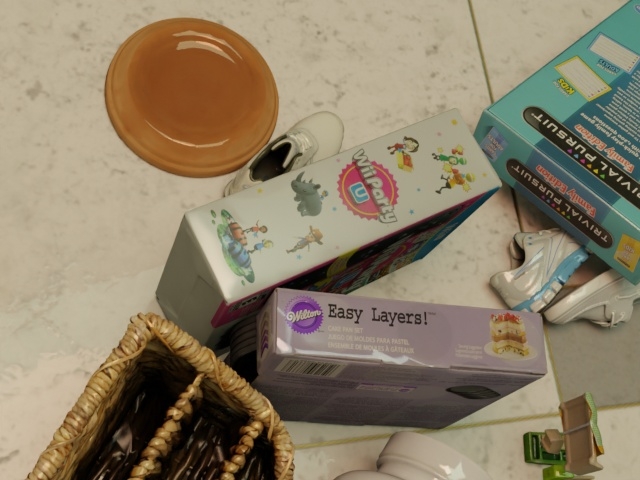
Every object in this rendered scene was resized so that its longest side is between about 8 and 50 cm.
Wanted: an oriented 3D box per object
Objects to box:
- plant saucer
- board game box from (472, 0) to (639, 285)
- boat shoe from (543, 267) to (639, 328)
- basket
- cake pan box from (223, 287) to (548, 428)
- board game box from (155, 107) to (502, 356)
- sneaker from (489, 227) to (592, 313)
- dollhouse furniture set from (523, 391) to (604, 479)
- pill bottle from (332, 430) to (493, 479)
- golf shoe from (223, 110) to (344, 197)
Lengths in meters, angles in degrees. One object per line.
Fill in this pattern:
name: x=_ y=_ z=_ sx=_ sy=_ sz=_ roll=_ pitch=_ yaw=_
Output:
plant saucer: x=-0.141 y=-0.169 z=1.139 sx=0.200 sy=0.037 sz=0.200 roll=6 pitch=69 yaw=-16
board game box: x=0.381 y=-0.135 z=1.218 sx=0.254 sy=0.079 sz=0.336 roll=42 pitch=58 yaw=18
boat shoe: x=0.345 y=0.069 z=1.192 sx=0.184 sy=0.066 sz=0.063 roll=-20 pitch=76 yaw=-33
basket: x=-0.144 y=0.255 z=0.867 sx=0.213 sy=0.223 sz=0.299 roll=30 pitch=64 yaw=3
cake pan box: x=0.044 y=0.124 z=0.973 sx=0.266 sy=0.246 sz=0.070 roll=5 pitch=65 yaw=-14
board game box: x=0.000 y=0.000 z=1.017 sx=0.303 sy=0.224 sz=0.097 roll=-25 pitch=78 yaw=-23
sneaker: x=0.272 y=0.008 z=1.186 sx=0.083 sy=0.071 sz=0.190 roll=44 pitch=64 yaw=8
dollhouse furniture set: x=0.273 y=0.213 z=1.062 sx=0.058 sy=0.152 sz=0.076 roll=6 pitch=68 yaw=-14
pill bottle: x=0.040 y=0.343 z=0.924 sx=0.181 sy=0.181 sz=0.323 roll=36 pitch=64 yaw=-2
golf shoe: x=-0.028 y=-0.093 z=1.120 sx=0.069 sy=0.086 sz=0.176 roll=43 pitch=63 yaw=3
